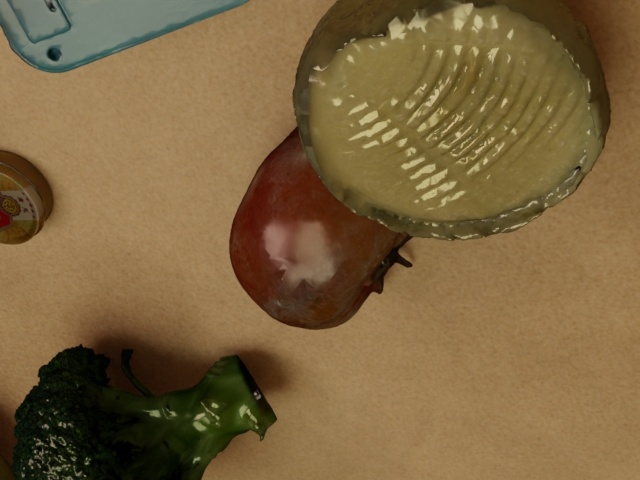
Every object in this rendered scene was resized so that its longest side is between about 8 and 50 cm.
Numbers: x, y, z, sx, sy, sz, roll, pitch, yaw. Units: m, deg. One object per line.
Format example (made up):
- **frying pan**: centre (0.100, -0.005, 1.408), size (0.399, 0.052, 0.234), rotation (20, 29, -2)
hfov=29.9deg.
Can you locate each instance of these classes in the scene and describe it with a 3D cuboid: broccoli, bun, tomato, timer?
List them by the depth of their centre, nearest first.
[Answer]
- **bun**: centre (0.106, -0.124, 0.980), size (0.259, 0.152, 0.259), rotation (3, 134, 3)
- **timer**: centre (-0.189, -0.288, 1.040), size (0.250, 0.091, 0.232), rotation (-15, 120, 17)
- **tomato**: centre (0.000, 0.000, 1.127), size (0.181, 0.155, 0.214), rotation (29, 133, 3)
- **broccoli**: centre (-0.201, 0.234, 1.354), size (0.297, 0.297, 0.297), rotation (-30, 118, -5)

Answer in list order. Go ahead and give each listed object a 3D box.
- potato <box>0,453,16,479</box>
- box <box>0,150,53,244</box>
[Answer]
- **potato**: centre (-0.529, 0.325, 1.587), size (0.280, 0.213, 0.330), rotation (16, 123, -15)
- **box**: centre (-0.343, -0.046, 1.299), size (0.105, 0.037, 0.105), rotation (11, 130, 13)
